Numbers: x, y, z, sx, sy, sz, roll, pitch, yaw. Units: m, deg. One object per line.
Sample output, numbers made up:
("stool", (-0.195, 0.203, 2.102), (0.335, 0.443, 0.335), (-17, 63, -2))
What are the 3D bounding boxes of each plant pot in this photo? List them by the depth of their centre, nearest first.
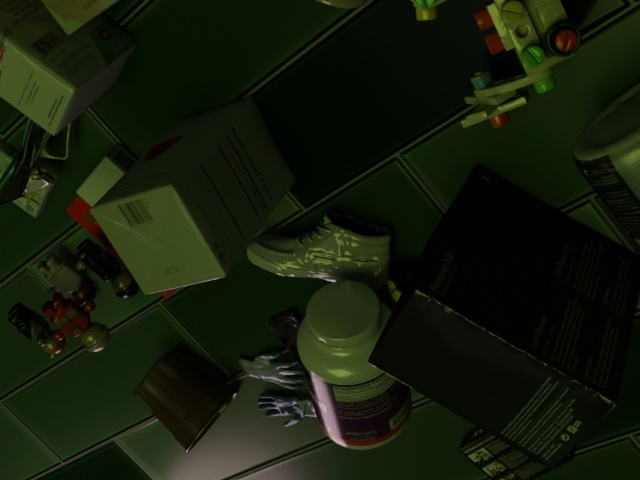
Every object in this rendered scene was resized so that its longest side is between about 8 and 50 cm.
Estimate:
("plant pot", (-0.283, 0.321, 2.077), (0.165, 0.167, 0.167), (39, 131, 6))

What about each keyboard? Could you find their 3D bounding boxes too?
("keyboard", (-0.014, 0.205, 1.947), (0.108, 0.023, 0.180), (-24, 112, 43))

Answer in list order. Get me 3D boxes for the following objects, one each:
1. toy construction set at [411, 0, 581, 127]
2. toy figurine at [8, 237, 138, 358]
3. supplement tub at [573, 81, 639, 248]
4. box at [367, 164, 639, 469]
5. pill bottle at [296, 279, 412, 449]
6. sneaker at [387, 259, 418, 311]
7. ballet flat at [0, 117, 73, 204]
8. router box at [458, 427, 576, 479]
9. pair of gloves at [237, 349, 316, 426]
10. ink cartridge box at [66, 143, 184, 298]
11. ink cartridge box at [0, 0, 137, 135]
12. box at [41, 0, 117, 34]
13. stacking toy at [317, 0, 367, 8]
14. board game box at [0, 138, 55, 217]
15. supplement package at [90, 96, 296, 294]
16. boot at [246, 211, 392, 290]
("toy construction set", (0.225, -0.297, 1.382), (0.215, 0.151, 0.327), (-25, 120, 10))
("toy figurine", (-0.482, 0.121, 1.984), (0.210, 0.213, 0.148), (-17, 130, 40))
("supplement tub", (0.523, -0.052, 1.384), (0.207, 0.207, 0.338), (-31, 107, 38))
("box", (0.289, 0.104, 1.519), (0.313, 0.343, 0.179), (31, 131, 2))
("pill bottle", (0.060, 0.218, 1.773), (0.182, 0.181, 0.323), (9, 141, 19))
("sneaker", (0.250, 0.137, 1.732), (0.300, 0.111, 0.121), (25, 141, 14))
("ballet flat", (-0.523, -0.155, 1.863), (0.096, 0.095, 0.280), (27, 123, -14))
("router box", (0.367, 0.386, 1.882), (0.133, 0.046, 0.179), (42, 130, -7))
("pair of gloves", (-0.078, 0.300, 2.037), (0.159, 0.023, 0.198), (-2, 123, 36))
("ink cartridge box", (-0.348, -0.016, 1.918), (0.275, 0.060, 0.239), (43, 129, -8))
("ink cartridge box", (-0.478, -0.334, 1.652), (0.278, 0.201, 0.117), (37, 131, -3))
("box", (-0.416, -0.495, 1.559), (0.148, 0.121, 0.311), (-25, 110, 36))
("stacking toy", (0.062, -0.485, 1.348), (0.141, 0.141, 0.330), (29, 124, 4))
("board game box", (-0.601, -0.126, 1.977), (0.154, 0.026, 0.103), (36, 131, -3))
("supplement package", (-0.199, -0.077, 1.647), (0.178, 0.293, 0.175), (-14, 117, 32))
("boot", (0.000, 0.000, 1.756), (0.258, 0.095, 0.123), (11, 122, 8))
